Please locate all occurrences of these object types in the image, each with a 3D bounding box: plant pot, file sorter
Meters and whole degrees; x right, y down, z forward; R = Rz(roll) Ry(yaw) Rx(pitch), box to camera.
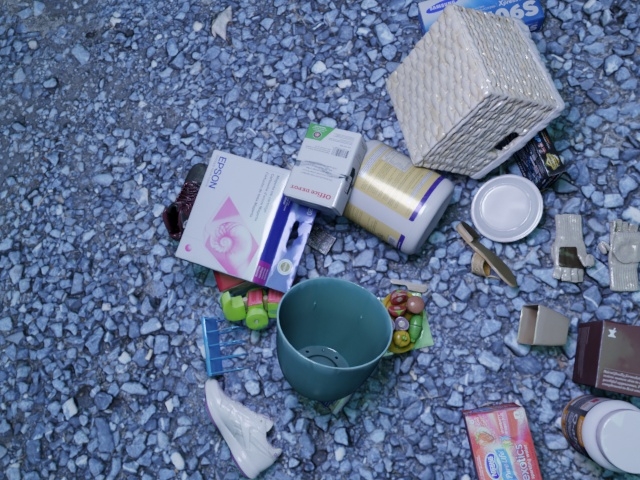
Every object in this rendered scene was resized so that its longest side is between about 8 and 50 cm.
[{"bbox_3d":[0.016,0.281,1.378,0.293,0.235,0.293,8,41,-7],"label":"plant pot"},{"bbox_3d":[-0.276,0.305,1.554,0.105,0.118,0.170,-11,77,4],"label":"file sorter"},{"bbox_3d":[0.606,0.236,1.422,0.096,0.109,0.109,12,81,0],"label":"plant pot"}]

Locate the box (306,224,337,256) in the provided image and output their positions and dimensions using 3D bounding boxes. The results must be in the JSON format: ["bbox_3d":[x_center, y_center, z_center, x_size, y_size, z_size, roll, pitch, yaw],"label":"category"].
[{"bbox_3d":[0.000,0.000,1.615,0.083,0.018,0.067,31,86,14],"label":"box"}]

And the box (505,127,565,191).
[{"bbox_3d":[0.596,-0.255,1.481,0.051,0.175,0.220,-20,76,3],"label":"box"}]

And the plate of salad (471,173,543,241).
[{"bbox_3d":[0.536,-0.092,1.514,0.200,0.048,0.199,-7,76,31],"label":"plate of salad"}]

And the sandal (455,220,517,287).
[{"bbox_3d":[0.457,0.059,1.508,0.079,0.088,0.240,-49,65,30],"label":"sandal"}]

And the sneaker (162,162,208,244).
[{"bbox_3d":[-0.413,-0.125,1.639,0.107,0.162,0.281,7,80,11],"label":"sneaker"}]

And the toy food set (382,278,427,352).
[{"bbox_3d":[0.235,0.204,1.471,0.128,0.071,0.217,19,71,-5],"label":"toy food set"}]

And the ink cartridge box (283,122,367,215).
[{"bbox_3d":[0.014,-0.185,1.376,0.153,0.087,0.208,18,81,21],"label":"ink cartridge box"}]

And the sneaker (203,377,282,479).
[{"bbox_3d":[-0.226,0.521,1.519,0.152,0.114,0.305,-32,79,-12],"label":"sneaker"}]

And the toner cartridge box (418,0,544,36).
[{"bbox_3d":[0.494,-0.699,1.640,0.348,0.075,0.165,-14,76,7],"label":"toner cartridge box"}]

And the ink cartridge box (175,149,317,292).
[{"bbox_3d":[-0.193,-0.056,1.446,0.330,0.071,0.324,16,82,13],"label":"ink cartridge box"}]

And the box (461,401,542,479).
[{"bbox_3d":[0.472,0.585,1.350,0.154,0.142,0.299,-12,77,7],"label":"box"}]

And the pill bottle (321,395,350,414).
[{"bbox_3d":[0.006,0.405,1.494,0.169,0.094,0.094,36,87,15],"label":"pill bottle"}]

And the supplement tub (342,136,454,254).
[{"bbox_3d":[0.182,-0.138,1.497,0.331,0.241,0.241,33,86,14],"label":"supplement tub"}]

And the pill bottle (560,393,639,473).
[{"bbox_3d":[0.697,0.462,1.265,0.162,0.278,0.162,-2,78,10],"label":"pill bottle"}]

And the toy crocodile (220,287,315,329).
[{"bbox_3d":[-0.116,0.180,1.518,0.341,0.105,0.115,-2,38,-5],"label":"toy crocodile"}]

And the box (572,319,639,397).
[{"bbox_3d":[0.758,0.300,1.326,0.169,0.203,0.166,10,81,12],"label":"box"}]

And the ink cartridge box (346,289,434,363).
[{"bbox_3d":[0.190,0.246,1.515,0.235,0.056,0.171,-15,76,9],"label":"ink cartridge box"}]

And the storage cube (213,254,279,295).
[{"bbox_3d":[-0.216,0.041,1.561,0.215,0.183,0.193,-22,77,5],"label":"storage cube"}]

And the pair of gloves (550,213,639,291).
[{"bbox_3d":[0.771,0.031,1.462,0.240,0.042,0.204,9,80,11],"label":"pair of gloves"}]

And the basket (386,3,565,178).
[{"bbox_3d":[0.392,-0.393,1.406,0.267,0.328,0.331,4,61,-29],"label":"basket"}]
